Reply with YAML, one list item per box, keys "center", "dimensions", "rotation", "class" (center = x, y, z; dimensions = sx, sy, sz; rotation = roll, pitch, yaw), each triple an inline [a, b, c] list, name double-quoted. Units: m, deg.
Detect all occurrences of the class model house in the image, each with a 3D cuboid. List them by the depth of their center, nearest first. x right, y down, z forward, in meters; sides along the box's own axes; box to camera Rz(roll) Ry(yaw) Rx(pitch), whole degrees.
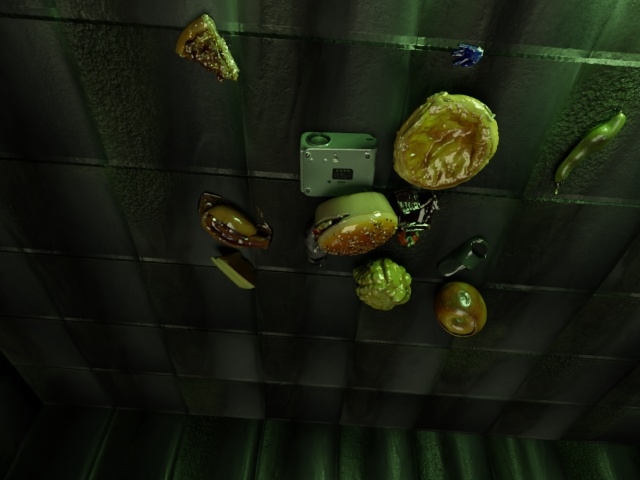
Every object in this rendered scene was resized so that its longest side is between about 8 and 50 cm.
- center: [0.331, -0.120, 1.621]
  dimensions: [0.203, 0.141, 0.164]
  rotation: [-6, 114, -19]
  class: "model house"

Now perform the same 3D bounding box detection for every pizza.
- center: [-0.315, -0.526, 1.283]
  dimensions: [0.154, 0.069, 0.194]
  rotation: [-33, 122, 29]
  class: "pizza"

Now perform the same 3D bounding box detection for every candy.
- center: [0.326, -0.008, 1.623]
  dimensions: [0.084, 0.287, 0.078]
  rotation: [-17, 94, 8]
  class: "candy"

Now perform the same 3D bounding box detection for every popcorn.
- center: [0.254, 0.181, 1.858]
  dimensions: [0.254, 0.195, 0.256]
  rotation: [9, 134, 8]
  class: "popcorn"

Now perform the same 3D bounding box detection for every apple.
- center: [0.603, 0.299, 1.927]
  dimensions: [0.236, 0.208, 0.237]
  rotation: [2, 132, 2]
  class: "apple"

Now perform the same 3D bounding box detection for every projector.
- center: [0.058, -0.251, 1.500]
  dimensions: [0.250, 0.108, 0.198]
  rotation: [3, 134, 1]
  class: "projector"

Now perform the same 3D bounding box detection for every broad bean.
- center: [0.852, -0.283, 1.455]
  dimensions: [0.075, 0.067, 0.325]
  rotation: [38, 134, 9]
  class: "broad bean"

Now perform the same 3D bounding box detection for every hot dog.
- center: [-0.328, -0.048, 1.722]
  dimensions: [0.325, 0.107, 0.194]
  rotation: [20, 131, -16]
  class: "hot dog"

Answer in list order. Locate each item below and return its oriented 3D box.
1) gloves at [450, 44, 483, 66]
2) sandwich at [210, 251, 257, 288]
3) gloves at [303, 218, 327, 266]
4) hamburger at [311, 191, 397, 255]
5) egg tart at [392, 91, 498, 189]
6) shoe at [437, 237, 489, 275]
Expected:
- center: [0.414, -0.523, 1.270]
  dimensions: [0.086, 0.026, 0.064]
  rotation: [4, 136, 0]
  class: "gloves"
- center: [-0.362, 0.112, 1.898]
  dimensions: [0.090, 0.088, 0.244]
  rotation: [-14, 136, 28]
  class: "sandwich"
- center: [-0.009, 0.006, 1.743]
  dimensions: [0.119, 0.142, 0.286]
  rotation: [-14, 138, -23]
  class: "gloves"
- center: [0.118, -0.048, 1.543]
  dimensions: [0.300, 0.176, 0.300]
  rotation: [-10, 163, -3]
  class: "hamburger"
- center: [0.381, -0.312, 1.404]
  dimensions: [0.341, 0.132, 0.341]
  rotation: [2, 135, 2]
  class: "egg tart"
- center: [0.582, 0.091, 1.809]
  dimensions: [0.108, 0.093, 0.241]
  rotation: [31, 130, -22]
  class: "shoe"
